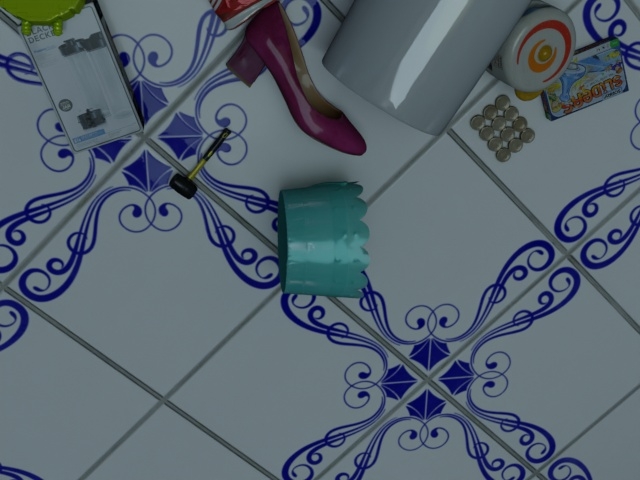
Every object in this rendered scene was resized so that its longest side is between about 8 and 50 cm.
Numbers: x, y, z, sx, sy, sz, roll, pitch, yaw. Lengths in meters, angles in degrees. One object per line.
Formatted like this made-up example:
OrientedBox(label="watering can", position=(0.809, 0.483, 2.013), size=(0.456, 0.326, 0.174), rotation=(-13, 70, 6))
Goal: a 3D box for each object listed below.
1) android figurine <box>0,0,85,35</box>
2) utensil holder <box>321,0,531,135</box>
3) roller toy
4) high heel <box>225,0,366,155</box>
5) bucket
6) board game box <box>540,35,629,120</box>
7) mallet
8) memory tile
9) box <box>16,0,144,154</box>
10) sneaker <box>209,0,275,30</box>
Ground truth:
OrientedBox(label="android figurine", position=(-0.551, -0.542, 1.680), size=(0.248, 0.056, 0.273), rotation=(-1, 92, -2))
OrientedBox(label="utensil holder", position=(0.224, -0.459, 1.757), size=(0.328, 0.327, 0.385), rotation=(27, 109, -19))
OrientedBox(label="roller toy", position=(0.457, -0.430, 1.880), size=(0.191, 0.146, 0.209), rotation=(22, 107, -36))
OrientedBox(label="high heel", position=(-0.012, -0.345, 1.865), size=(0.377, 0.127, 0.181), rotation=(34, 115, -18))
OrientedBox(label="bucket", position=(0.000, 0.000, 1.952), size=(0.183, 0.281, 0.281), rotation=(-1, 114, -8))
OrientedBox(label="board game box", position=(0.618, -0.383, 2.012), size=(0.201, 0.035, 0.136), rotation=(-22, 115, 1))
OrientedBox(label="mallet", position=(-0.277, -0.185, 1.949), size=(0.062, 0.039, 0.189), rotation=(28, 102, -23))
OrientedBox(label="memory tile", position=(0.439, -0.269, 2.045), size=(0.113, 0.012, 0.148), rotation=(-40, 113, 8))
OrientedBox(label="box", position=(-0.504, -0.349, 1.806), size=(0.169, 0.087, 0.290), rotation=(-18, 115, -2))
OrientedBox(label="sneaker", position=(-0.144, -0.552, 1.781), size=(0.221, 0.087, 0.128), rotation=(-37, 116, 6))
